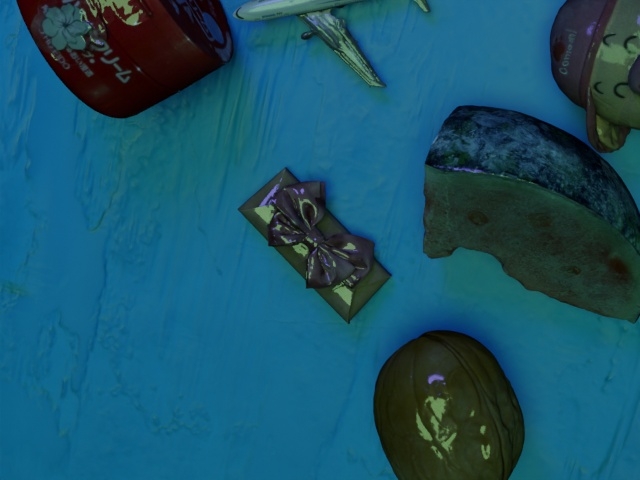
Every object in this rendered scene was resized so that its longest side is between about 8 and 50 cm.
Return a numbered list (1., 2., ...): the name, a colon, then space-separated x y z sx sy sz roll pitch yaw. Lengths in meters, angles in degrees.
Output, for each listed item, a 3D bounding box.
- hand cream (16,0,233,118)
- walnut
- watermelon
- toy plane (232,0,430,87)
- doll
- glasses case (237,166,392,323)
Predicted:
1. hand cream: -0.212 -0.257 1.031 0.149 0.230 0.230 -25 95 18
2. walnut: 0.146 0.204 1.075 0.167 0.167 0.207 -19 96 14
3. watermelon: 0.229 -0.031 1.039 0.318 0.148 0.226 35 139 -21
4. toy plane: 0.013 -0.276 1.066 0.226 0.058 0.225 -9 100 16
5. doll: 0.362 -0.180 0.967 0.256 0.152 0.196 10 89 14
6. glasses case: 0.000 0.000 1.115 0.102 0.070 0.193 -44 90 14
